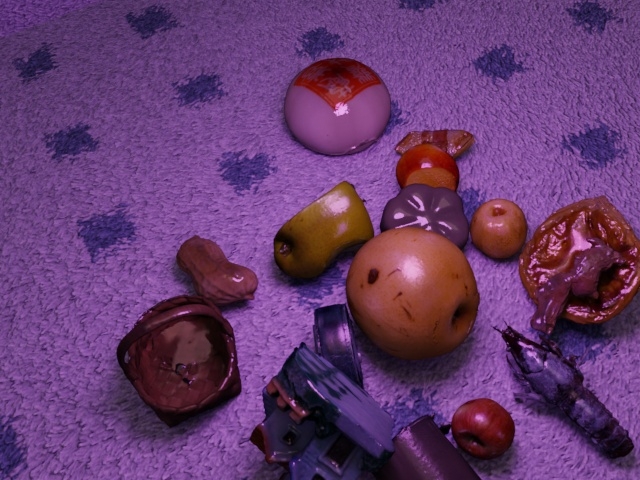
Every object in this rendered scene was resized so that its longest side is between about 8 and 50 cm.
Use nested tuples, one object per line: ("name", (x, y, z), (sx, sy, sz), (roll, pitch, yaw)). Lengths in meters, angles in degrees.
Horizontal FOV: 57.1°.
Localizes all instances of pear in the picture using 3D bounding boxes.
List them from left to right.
("pear", (0.000, 0.000, 1.696), (0.281, 0.286, 0.176), (-31, 79, -15))
("pear", (0.240, 0.137, 1.529), (0.348, 0.348, 0.349), (-2, 57, 3))
("pear", (0.523, -0.030, 1.721), (0.177, 0.178, 0.178), (-2, 57, 3))

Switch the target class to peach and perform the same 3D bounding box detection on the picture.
("peach", (0.337, -0.204, 1.841), (0.190, 0.190, 0.192), (-28, 63, -13))

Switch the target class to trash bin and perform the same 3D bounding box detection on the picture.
("trash bin", (0.266, 0.576, 1.320), (0.252, 0.203, 0.301), (-27, 58, -20))

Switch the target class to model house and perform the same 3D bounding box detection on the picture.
("model house", (-0.039, 0.456, 1.317), (0.295, 0.251, 0.329), (38, 100, 6))

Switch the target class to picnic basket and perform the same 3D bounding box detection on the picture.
("picnic basket", (-0.367, 0.272, 1.509), (0.292, 0.337, 0.337), (-25, 58, -11))

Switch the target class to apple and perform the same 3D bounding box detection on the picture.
("apple", (0.398, 0.454, 1.429), (0.146, 0.146, 0.131), (33, 43, 23))

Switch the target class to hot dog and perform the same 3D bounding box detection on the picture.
("hot dog", (0.384, -0.308, 1.958), (0.261, 0.093, 0.123), (5, 65, 26))

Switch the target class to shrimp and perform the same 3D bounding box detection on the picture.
("shrimp", (0.600, 0.358, 1.470), (0.221, 0.166, 0.410), (-46, 55, 8))

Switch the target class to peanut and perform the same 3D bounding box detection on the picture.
("peanut", (-0.317, 0.098, 1.723), (0.291, 0.143, 0.159), (33, 74, 29))

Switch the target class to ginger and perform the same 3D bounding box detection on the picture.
("ginger", (0.650, 0.122, 1.525), (0.122, 0.084, 0.290), (44, 97, 12))

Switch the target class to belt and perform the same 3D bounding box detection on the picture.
("belt", (0.046, 0.297, 1.521), (0.116, 0.206, 0.268), (-12, 66, 4))

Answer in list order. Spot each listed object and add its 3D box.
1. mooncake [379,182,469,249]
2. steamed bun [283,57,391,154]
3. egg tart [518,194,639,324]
("mooncake", (0.307, -0.044, 1.739), (0.274, 0.135, 0.275), (-1, 73, 4))
("steamed bun", (0.055, -0.481, 2.014), (0.374, 0.241, 0.375), (-4, 54, 5))
("egg tart", (0.721, 0.071, 1.628), (0.339, 0.153, 0.352), (-38, 48, 12))
